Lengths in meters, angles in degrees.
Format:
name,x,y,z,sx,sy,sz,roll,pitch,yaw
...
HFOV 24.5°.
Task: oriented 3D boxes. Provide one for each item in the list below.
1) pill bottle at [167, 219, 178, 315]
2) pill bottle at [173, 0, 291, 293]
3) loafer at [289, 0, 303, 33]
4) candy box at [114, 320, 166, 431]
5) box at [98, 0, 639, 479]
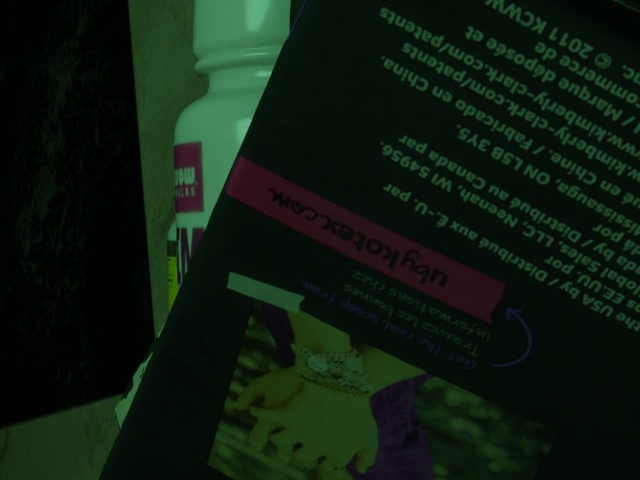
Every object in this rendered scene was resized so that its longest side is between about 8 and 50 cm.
name,x,y,z,sx,sy,sz,roll,pitch,yaw
pill bottle,-0.038,0.090,0.945,0.117,0.117,0.215,-179,87,-64
pill bottle,0.000,0.000,0.810,0.160,0.160,0.283,179,90,-64
loafer,0.030,-0.101,0.647,0.134,0.130,0.366,23,89,63
candy box,-0.083,0.194,1.096,0.159,0.071,0.233,126,135,-52
box,0.053,-0.009,0.441,0.165,0.143,0.270,-60,-1,-42
